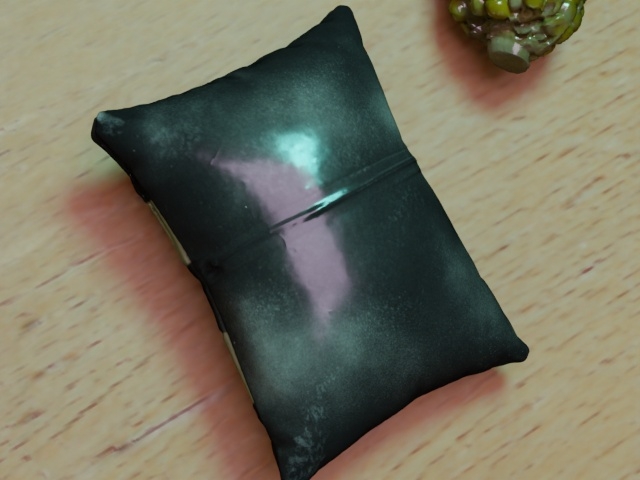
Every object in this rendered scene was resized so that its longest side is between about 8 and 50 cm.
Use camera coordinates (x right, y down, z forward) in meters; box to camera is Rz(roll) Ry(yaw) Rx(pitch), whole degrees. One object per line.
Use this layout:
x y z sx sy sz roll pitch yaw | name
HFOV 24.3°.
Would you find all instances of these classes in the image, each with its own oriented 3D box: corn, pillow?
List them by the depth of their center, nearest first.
0.000 0.000 0.883 0.186 0.106 0.250 -29 88 -23 | pillow
0.147 -0.263 0.977 0.097 0.097 0.320 14 74 -9 | corn
